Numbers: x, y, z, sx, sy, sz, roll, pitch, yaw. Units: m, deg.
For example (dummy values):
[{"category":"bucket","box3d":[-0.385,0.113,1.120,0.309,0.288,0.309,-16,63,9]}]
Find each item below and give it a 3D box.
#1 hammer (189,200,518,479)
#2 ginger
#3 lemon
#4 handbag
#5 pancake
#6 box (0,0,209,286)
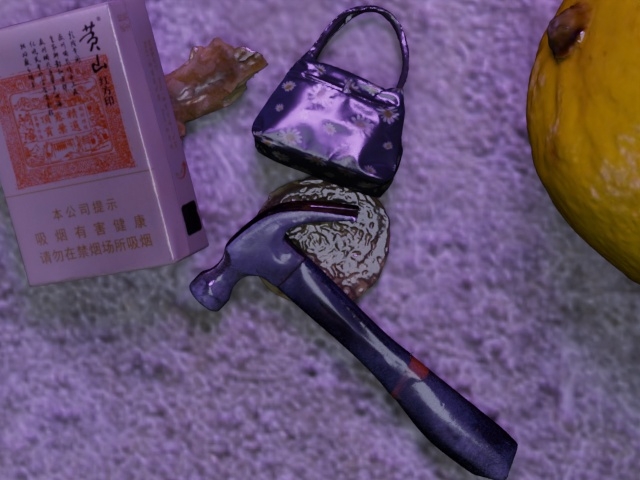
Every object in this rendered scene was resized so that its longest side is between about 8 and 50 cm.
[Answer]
[{"category":"hammer","box3d":[0.048,0.083,1.246,0.290,0.037,0.137,42,106,-9]},{"category":"ginger","box3d":[-0.102,-0.115,1.221,0.137,0.044,0.057,-25,128,11]},{"category":"lemon","box3d":[0.294,-0.091,1.097,0.297,0.297,0.297,0,100,1]},{"category":"handbag","box3d":[0.020,-0.114,1.206,0.115,0.072,0.139,20,89,3]},{"category":"pancake","box3d":[0.000,0.000,1.253,0.115,0.011,0.115,0,100,1]},{"category":"box","box3d":[-0.178,-0.073,1.199,0.141,0.058,0.201,-8,100,25]}]
